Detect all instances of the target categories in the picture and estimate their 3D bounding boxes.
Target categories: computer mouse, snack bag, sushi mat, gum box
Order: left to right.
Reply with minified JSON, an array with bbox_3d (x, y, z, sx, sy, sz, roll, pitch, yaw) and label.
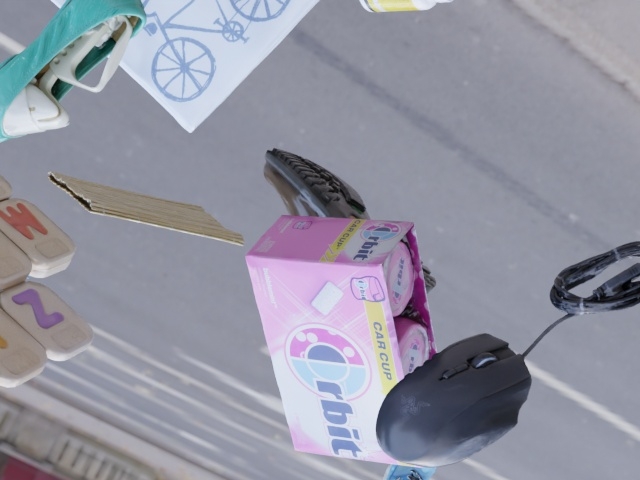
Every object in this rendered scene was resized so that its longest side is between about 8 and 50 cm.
[{"bbox_3d":[-0.273,-0.051,1.864,0.316,0.019,0.151,13,-167,-46],"label":"sushi mat"},{"bbox_3d":[-0.192,-0.365,1.559,0.342,0.323,0.037,41,-168,-17],"label":"snack bag"},{"bbox_3d":[0.024,0.079,0.852,0.107,0.062,0.188,4,122,27],"label":"gum box"},{"bbox_3d":[0.137,0.067,0.776,0.071,0.242,0.041,39,158,43],"label":"computer mouse"}]

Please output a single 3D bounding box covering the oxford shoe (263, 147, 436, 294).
[{"bbox_3d":[0.000,0.000,1.019,0.083,0.096,0.227,16,-153,-43],"label":"oxford shoe"}]

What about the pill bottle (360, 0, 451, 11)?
[{"bbox_3d":[0.108,-0.315,1.428,0.116,0.065,0.065,6,155,36],"label":"pill bottle"}]

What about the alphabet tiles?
[{"bbox_3d":[-0.297,0.000,0.808,0.278,0.021,0.284,41,-154,10],"label":"alphabet tiles"}]

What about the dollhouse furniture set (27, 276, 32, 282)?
[{"bbox_3d":[-0.557,0.058,1.952,0.184,0.129,0.129,27,129,4],"label":"dollhouse furniture set"}]

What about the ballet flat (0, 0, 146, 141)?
[{"bbox_3d":[-0.272,-0.168,1.190,0.087,0.247,0.083,43,179,18],"label":"ballet flat"}]

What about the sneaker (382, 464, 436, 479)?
[{"bbox_3d":[0.114,0.355,1.617,0.063,0.162,0.073,44,175,-23],"label":"sneaker"}]
